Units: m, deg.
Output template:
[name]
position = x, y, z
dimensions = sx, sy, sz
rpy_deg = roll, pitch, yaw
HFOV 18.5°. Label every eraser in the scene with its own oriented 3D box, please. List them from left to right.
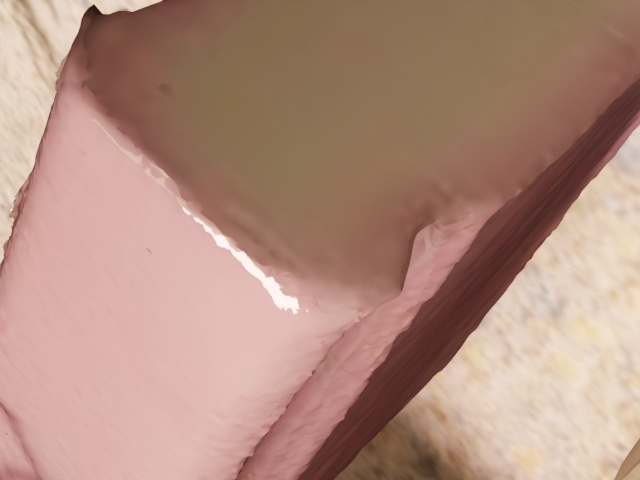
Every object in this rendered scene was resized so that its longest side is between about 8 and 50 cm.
[eraser]
position = 0.000, 0.000, 0.704
dimensions = 0.122, 0.272, 0.359
rpy_deg = 46, 147, 9

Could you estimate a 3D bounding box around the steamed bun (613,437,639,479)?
[steamed bun]
position = 0.228, 0.187, 0.586
dimensions = 0.334, 0.334, 0.374
rpy_deg = 6, 126, 48
